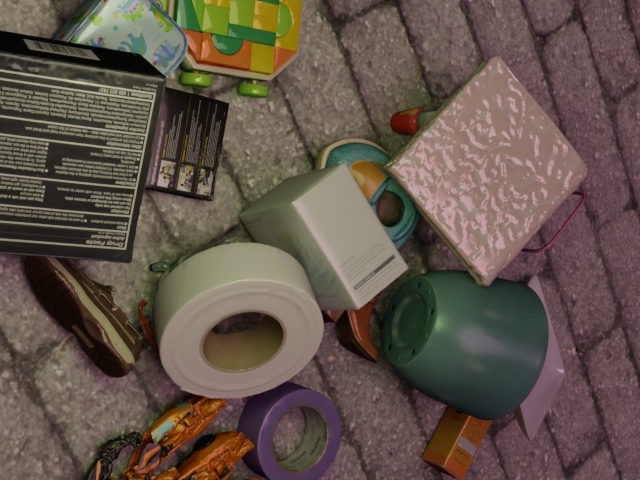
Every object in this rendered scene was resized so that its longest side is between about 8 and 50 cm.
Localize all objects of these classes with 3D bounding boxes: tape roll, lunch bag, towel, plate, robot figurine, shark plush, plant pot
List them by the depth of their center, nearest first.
[{"bbox_3d":[-0.333,-0.295,1.570,0.219,0.090,0.176,-50,121,-2],"label":"lunch bag"},{"bbox_3d":[-0.142,0.142,1.668,0.286,0.100,0.286,-10,132,-11],"label":"tape roll"},{"bbox_3d":[-0.267,0.399,1.707,0.291,0.085,0.211,-39,110,-26],"label":"robot figurine"},{"bbox_3d":[-0.221,0.054,1.719,0.161,0.067,0.073,-25,108,-30],"label":"shark plush"},{"bbox_3d":[-0.059,0.368,1.854,0.189,0.080,0.189,-3,95,-34],"label":"tape roll"},{"bbox_3d":[0.323,-0.133,1.872,0.332,0.053,0.317,-46,104,-14],"label":"towel"},{"bbox_3d":[0.267,0.189,1.948,0.235,0.293,0.293,20,83,-27],"label":"plant pot"},{"bbox_3d":[0.459,0.256,2.176,0.277,0.045,0.278,-42,118,-50],"label":"plate"}]

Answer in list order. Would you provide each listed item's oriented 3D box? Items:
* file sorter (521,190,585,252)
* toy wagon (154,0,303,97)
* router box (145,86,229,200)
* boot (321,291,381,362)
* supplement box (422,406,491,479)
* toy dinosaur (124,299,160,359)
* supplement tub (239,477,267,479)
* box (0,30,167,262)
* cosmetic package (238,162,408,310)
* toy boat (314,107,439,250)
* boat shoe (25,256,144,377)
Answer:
[{"bbox_3d":[0.401,-0.140,2.061,0.202,0.182,0.290,-48,118,-22],"label":"file sorter"},{"bbox_3d":[-0.187,-0.398,1.700,0.344,0.068,0.267,4,92,-35],"label":"toy wagon"},{"bbox_3d":[-0.239,-0.168,1.699,0.133,0.046,0.179,11,88,-34],"label":"router box"},{"bbox_3d":[0.089,0.137,1.941,0.152,0.073,0.197,-53,122,-24],"label":"boot"},{"bbox_3d":[0.316,0.395,2.117,0.080,0.078,0.233,38,74,-31],"label":"supplement box"},{"bbox_3d":[-0.297,0.146,1.678,0.047,0.090,0.082,-37,148,-40],"label":"toy dinosaur"},{"bbox_3d":[-0.102,0.618,1.770,0.207,0.207,0.338,-28,110,-30],"label":"supplement tub"},{"bbox_3d":[-0.414,-0.141,1.438,0.296,0.183,0.294,6,109,-27],"label":"box"},{"bbox_3d":[0.000,0.000,1.751,0.138,0.224,0.224,-37,103,-26],"label":"cosmetic package"},{"bbox_3d":[0.132,-0.136,1.896,0.267,0.148,0.318,43,71,-30],"label":"toy boat"},{"bbox_3d":[-0.384,0.104,1.612,0.257,0.095,0.095,60,40,-22],"label":"boat shoe"}]
